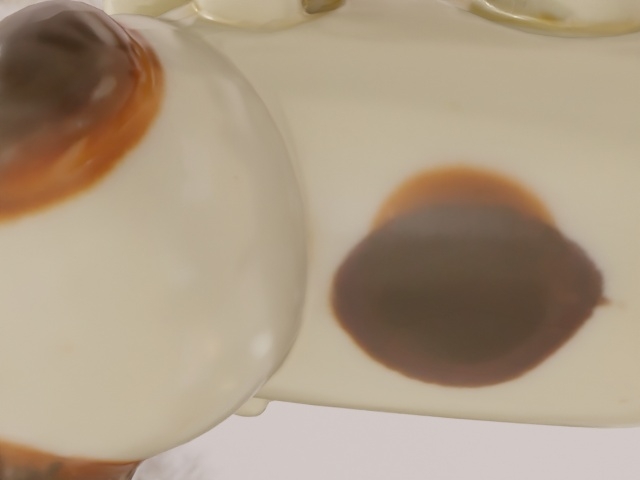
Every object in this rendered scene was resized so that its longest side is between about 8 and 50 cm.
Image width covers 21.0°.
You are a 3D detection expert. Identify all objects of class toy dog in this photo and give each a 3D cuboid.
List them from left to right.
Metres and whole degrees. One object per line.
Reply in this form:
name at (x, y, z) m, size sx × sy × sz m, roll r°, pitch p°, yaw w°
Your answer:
toy dog at (0.000, 0.000, 0.813) m, size 0.395 × 0.408 × 0.284 m, roll -123°, pitch -146°, yaw -47°
